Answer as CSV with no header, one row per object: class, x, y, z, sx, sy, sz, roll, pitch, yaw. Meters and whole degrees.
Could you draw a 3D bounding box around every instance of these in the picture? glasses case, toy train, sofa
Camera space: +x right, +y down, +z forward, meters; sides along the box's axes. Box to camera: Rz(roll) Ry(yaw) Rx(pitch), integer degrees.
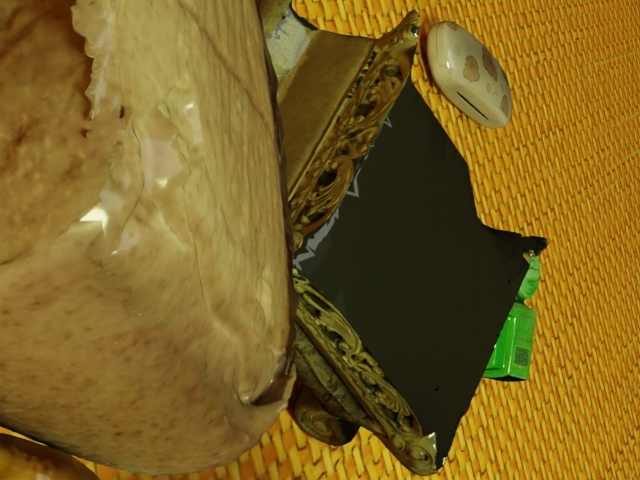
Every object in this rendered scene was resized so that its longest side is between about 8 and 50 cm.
glasses case,0.142,-0.154,1.361,0.164,0.041,0.063,31,52,-58
toy train,0.107,0.047,1.169,0.251,0.085,0.119,16,80,-58
sofa,0.000,0.000,0.916,0.258,0.182,0.200,54,52,-41

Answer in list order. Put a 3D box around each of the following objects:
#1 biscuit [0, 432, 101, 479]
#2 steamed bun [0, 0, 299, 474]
biscuit,-0.146,0.209,0.496,0.296,0.102,0.296,19,62,-40
steamed bun,-0.131,-0.060,0.591,0.251,0.199,0.301,62,20,-62
